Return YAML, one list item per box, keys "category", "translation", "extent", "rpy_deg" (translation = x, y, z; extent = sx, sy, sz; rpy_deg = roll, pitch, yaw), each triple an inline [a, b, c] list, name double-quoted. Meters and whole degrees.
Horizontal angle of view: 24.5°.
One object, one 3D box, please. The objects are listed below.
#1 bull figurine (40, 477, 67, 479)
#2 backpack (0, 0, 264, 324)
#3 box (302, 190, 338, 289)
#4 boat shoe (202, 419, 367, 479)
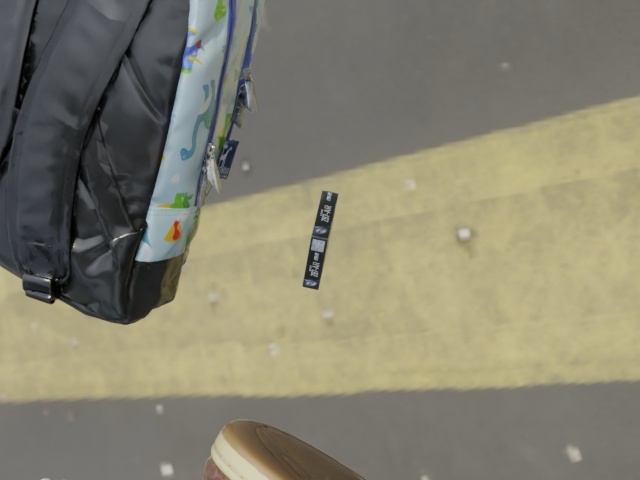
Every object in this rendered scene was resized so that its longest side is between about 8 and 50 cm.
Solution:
- category: "bull figurine"
  translation: [-0.222, 0.215, 0.782]
  extent: [0.310, 0.188, 0.101]
  rpy_deg: [124, 164, -44]
- category: "backpack"
  translation: [-0.189, -0.158, 1.260]
  extent: [0.290, 0.273, 0.356]
  rpy_deg: [24, 123, 23]
- category: "box"
  translation: [0.000, 0.000, 1.534]
  extent: [0.083, 0.018, 0.067]
  rpy_deg: [101, -178, -49]
- category: "boat shoe"
  translation: [0.047, 0.243, 0.773]
  extent: [0.342, 0.123, 0.123]
  rpy_deg: [44, 98, 4]
